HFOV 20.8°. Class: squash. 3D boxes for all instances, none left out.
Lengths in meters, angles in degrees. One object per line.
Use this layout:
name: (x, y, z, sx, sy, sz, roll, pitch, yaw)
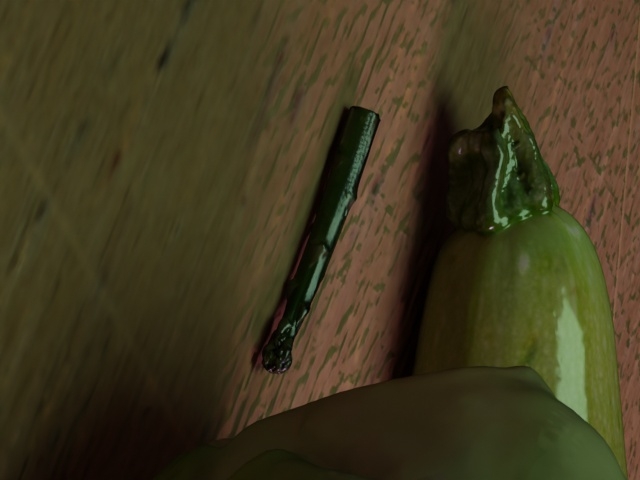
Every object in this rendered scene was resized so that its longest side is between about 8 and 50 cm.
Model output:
squash: (0.107, 0.073, 0.854, 0.137, 0.137, 0.287, 6, 92, -58)

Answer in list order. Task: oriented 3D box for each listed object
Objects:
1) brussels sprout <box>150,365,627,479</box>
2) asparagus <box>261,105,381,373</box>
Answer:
brussels sprout: (0.027, 0.220, 0.617, 0.268, 0.344, 0.344, 121, -12, -77)
asparagus: (0.000, 0.000, 0.763, 0.018, 0.015, 0.127, 35, 69, -46)
